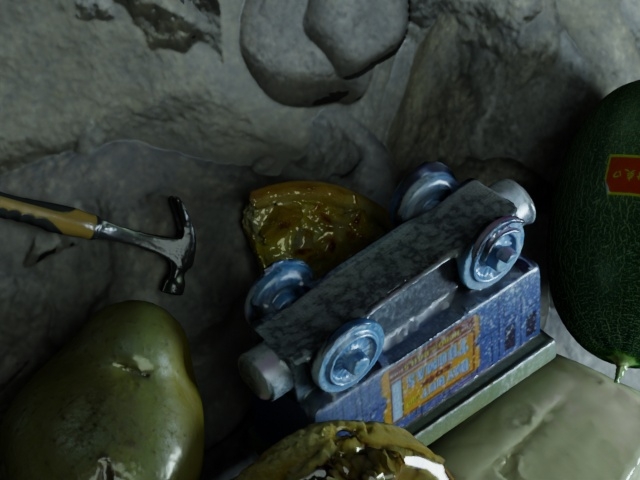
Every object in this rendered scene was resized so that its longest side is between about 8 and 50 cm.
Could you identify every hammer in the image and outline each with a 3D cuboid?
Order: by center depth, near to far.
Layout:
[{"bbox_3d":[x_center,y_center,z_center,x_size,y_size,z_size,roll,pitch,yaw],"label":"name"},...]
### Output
[{"bbox_3d":[-0.186,-0.015,1.561,0.201,0.021,0.078,16,85,-32],"label":"hammer"}]

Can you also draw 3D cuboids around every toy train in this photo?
[{"bbox_3d":[0.060,0.072,1.631,0.300,0.131,0.202,-31,138,-24],"label":"toy train"}]

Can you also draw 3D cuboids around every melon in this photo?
[{"bbox_3d":[0.291,-0.007,1.746,0.182,0.182,0.287,23,70,-30],"label":"melon"}]

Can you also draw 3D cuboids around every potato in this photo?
[{"bbox_3d":[-0.163,0.137,1.516,0.157,0.157,0.194,27,69,-30],"label":"potato"}]

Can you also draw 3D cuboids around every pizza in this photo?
[{"bbox_3d":[0.000,0.000,1.664,0.160,0.036,0.099,12,88,-31],"label":"pizza"}]

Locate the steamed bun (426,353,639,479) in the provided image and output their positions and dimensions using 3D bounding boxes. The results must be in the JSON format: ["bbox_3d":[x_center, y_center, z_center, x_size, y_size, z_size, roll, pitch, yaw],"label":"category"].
[{"bbox_3d":[0.205,0.217,1.726,0.225,0.200,0.170,-39,152,-25],"label":"steamed bun"}]

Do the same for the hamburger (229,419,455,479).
[{"bbox_3d":[0.021,0.291,1.526,0.318,0.195,0.277,25,113,-43],"label":"hamburger"}]
